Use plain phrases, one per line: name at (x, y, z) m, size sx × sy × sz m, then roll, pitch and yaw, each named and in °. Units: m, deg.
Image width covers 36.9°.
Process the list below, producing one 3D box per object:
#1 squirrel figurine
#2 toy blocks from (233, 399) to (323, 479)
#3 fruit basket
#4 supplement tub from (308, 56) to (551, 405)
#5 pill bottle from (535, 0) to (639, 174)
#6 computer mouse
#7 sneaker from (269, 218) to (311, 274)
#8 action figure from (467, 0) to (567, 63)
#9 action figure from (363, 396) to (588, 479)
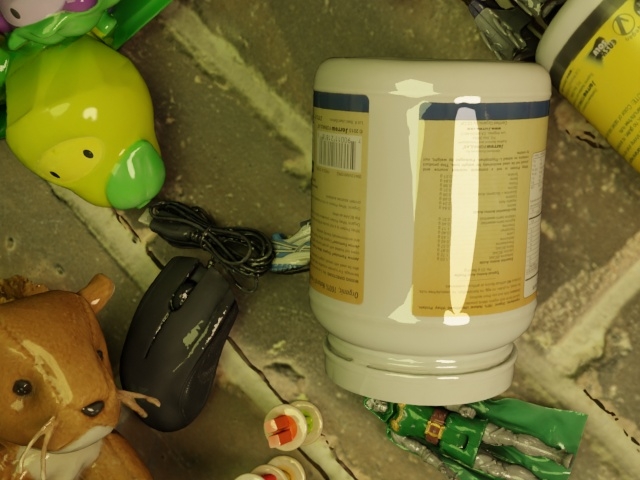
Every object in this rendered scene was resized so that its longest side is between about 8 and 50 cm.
squirrel figurine at (-0.336, 0.194, 1.050) m, size 0.397 × 0.281 × 0.370 m, roll 40°, pitch 134°, yaw 42°
toy blocks at (-0.055, 0.241, 1.048) m, size 0.054 × 0.148 × 0.123 m, roll 18°, pitch 94°, yaw 19°
fruit basket at (-0.334, -0.199, 1.104) m, size 0.392 × 0.283 × 0.391 m, roll -1°, pitch 87°, yaw 31°
supplement tub at (0.103, -0.019, 0.945) m, size 0.228 × 0.228 × 0.316 m, roll 6°, pitch 102°, yaw 20°
pill bottle at (0.376, -0.117, 0.887) m, size 0.188 × 0.188 × 0.334 m, roll -44°, pitch 75°, yaw 13°
computer mouse at (-0.175, 0.096, 1.125) m, size 0.189 × 0.072 × 0.272 m, roll 21°, pitch 97°, yaw 31°
sneaker at (0.000, 0.000, 1.090) m, size 0.135 × 0.052 × 0.058 m, roll -11°, pitch 80°, yaw 18°
action figure at (0.147, -0.310, 1.013) m, size 0.285 × 0.099 × 0.185 m, roll 50°, pitch 132°, yaw 17°
action figure at (0.151, 0.210, 1.026) m, size 0.232 × 0.063 × 0.137 m, roll 18°, pitch 97°, yaw 23°
